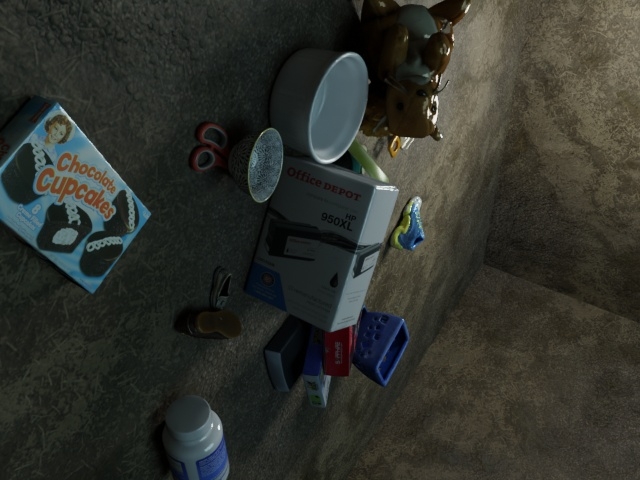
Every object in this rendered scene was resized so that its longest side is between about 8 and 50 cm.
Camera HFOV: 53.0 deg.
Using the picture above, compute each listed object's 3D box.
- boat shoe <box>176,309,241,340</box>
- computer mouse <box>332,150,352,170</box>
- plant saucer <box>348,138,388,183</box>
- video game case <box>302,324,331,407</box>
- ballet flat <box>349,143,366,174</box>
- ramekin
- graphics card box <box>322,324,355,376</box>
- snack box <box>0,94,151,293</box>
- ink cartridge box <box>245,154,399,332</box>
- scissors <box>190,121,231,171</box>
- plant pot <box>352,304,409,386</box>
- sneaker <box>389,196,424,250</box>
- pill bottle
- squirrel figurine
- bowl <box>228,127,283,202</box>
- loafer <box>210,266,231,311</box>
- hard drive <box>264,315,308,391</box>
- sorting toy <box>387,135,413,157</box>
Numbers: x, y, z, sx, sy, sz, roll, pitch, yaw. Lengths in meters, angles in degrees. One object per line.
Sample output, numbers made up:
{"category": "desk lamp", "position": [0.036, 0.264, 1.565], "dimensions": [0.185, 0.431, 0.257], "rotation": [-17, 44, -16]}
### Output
{"category": "boat shoe", "position": [-0.274, 0.209, 1.590], "dimensions": [0.207, 0.073, 0.073], "rotation": [27, 50, -61]}
{"category": "computer mouse", "position": [0.042, -0.157, 1.911], "dimensions": [0.188, 0.072, 0.272], "rotation": [-15, 124, -59]}
{"category": "plant saucer", "position": [0.120, -0.236, 1.815], "dimensions": [0.037, 0.241, 0.241], "rotation": [-41, 156, 7]}
{"category": "video game case", "position": [0.001, 0.392, 2.185], "dimensions": [0.244, 0.061, 0.269], "rotation": [83, 15, -51]}
{"category": "ballet flat", "position": [0.105, -0.189, 2.013], "dimensions": [0.086, 0.086, 0.248], "rotation": [-33, 137, -51]}
{"category": "ramekin", "position": [-0.006, -0.340, 1.589], "dimensions": [0.277, 0.135, 0.277], "rotation": [-43, 145, -41]}
{"category": "graphics card box", "position": [0.082, 0.239, 2.142], "dimensions": [0.371, 0.094, 0.232], "rotation": [-74, 166, -52]}
{"category": "snack box", "position": [-0.423, -0.064, 1.067], "dimensions": [0.187, 0.060, 0.322], "rotation": [-59, 154, -20]}
{"category": "ink cartridge box", "position": [0.000, 0.000, 1.702], "dimensions": [0.166, 0.285, 0.394], "rotation": [-5, 114, -62]}
{"category": "scissors", "position": [-0.200, -0.183, 1.463], "dimensions": [0.297, 0.021, 0.109], "rotation": [19, 91, -64]}
{"category": "plant pot", "position": [0.199, 0.402, 2.521], "dimensions": [0.236, 0.212, 0.236], "rotation": [-58, 153, -19]}
{"category": "sneaker", "position": [0.384, -0.059, 2.612], "dimensions": [0.240, 0.126, 0.091], "rotation": [-63, 155, -10]}
{"category": "pill bottle", "position": [-0.321, 0.523, 1.649], "dimensions": [0.152, 0.152, 0.272], "rotation": [-45, 147, -40]}
{"category": "squirrel figurine", "position": [0.231, -0.421, 1.750], "dimensions": [0.397, 0.281, 0.370], "rotation": [124, -34, -66]}
{"category": "bowl", "position": [-0.156, -0.176, 1.449], "dimensions": [0.170, 0.080, 0.170], "rotation": [13, 90, -70]}
{"category": "loafer", "position": [-0.246, 0.128, 1.605], "dimensions": [0.045, 0.039, 0.125], "rotation": [-30, 136, -52]}
{"category": "hard drive", "position": [-0.101, 0.376, 2.085], "dimensions": [0.172, 0.054, 0.254], "rotation": [-51, 150, -32]}
{"category": "sorting toy", "position": [0.304, -0.441, 2.237], "dimensions": [0.347, 0.047, 0.196], "rotation": [-54, 148, -27]}
